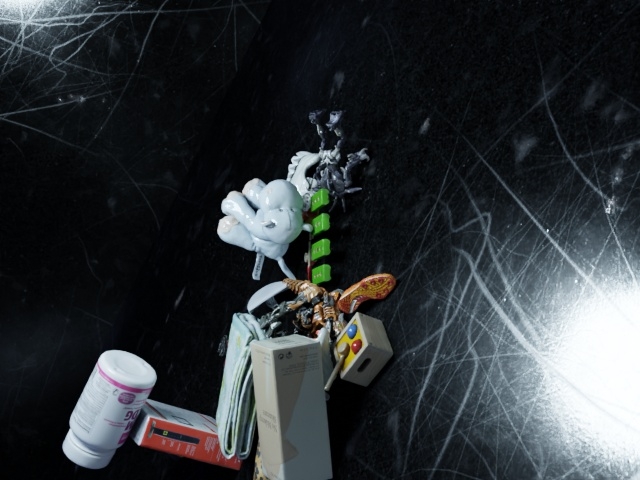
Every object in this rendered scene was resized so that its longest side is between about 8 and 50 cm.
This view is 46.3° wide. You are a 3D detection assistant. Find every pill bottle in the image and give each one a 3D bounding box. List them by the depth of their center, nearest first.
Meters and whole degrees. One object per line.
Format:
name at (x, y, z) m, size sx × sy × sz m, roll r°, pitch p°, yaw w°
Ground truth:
pill bottle at (-0.565, 0.451, 1.993) m, size 0.283 × 0.160 × 0.160 m, roll -62°, pitch 26°, yaw 11°

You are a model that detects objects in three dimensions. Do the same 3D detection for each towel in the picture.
towel at (-0.216, 0.379, 2.017) m, size 0.374 × 0.090 × 0.321 m, roll -155°, pitch 78°, yaw -79°

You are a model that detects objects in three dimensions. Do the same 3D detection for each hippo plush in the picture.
hippo plush at (-0.156, -0.050, 2.080) m, size 0.236 × 0.234 × 0.295 m, roll 147°, pitch 123°, yaw -71°

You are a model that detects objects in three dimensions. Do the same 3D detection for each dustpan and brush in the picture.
dustpan and brush at (-0.157, 0.169, 2.222) m, size 0.147 × 0.060 × 0.211 m, roll -33°, pitch 16°, yaw -9°

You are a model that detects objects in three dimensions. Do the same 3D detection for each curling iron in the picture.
curling iron at (-0.292, 0.403, 2.344) m, size 0.068 × 0.035 × 0.274 m, roll -58°, pitch 26°, yaw 28°

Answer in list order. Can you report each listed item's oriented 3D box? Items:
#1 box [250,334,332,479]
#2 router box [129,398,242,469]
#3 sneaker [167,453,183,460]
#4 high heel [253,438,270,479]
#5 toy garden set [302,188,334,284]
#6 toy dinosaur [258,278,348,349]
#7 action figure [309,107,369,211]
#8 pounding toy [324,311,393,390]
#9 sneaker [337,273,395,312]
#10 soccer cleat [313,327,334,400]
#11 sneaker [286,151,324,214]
box at (-0.066, 0.379, 1.682) m, size 0.148 × 0.121 × 0.311 m, roll -3°, pitch 93°, yaw 65°
router box at (-0.408, 0.542, 2.149) m, size 0.335 × 0.301 × 0.082 m, roll 1°, pitch 70°, yaw 64°
sneaker at (-0.467, 0.641, 2.474) m, size 0.097 × 0.084 × 0.234 m, roll -43°, pitch 26°, yaw -5°
high heel at (-0.144, 0.492, 1.911) m, size 0.186 × 0.093 × 0.261 m, roll -53°, pitch 36°, yaw 19°
toy garden set at (0.000, 0.000, 2.049) m, size 0.204 × 0.049 × 0.245 m, roll 151°, pitch 119°, yaw -71°
toy dinosaur at (-0.028, 0.192, 1.915) m, size 0.218 × 0.164 × 0.322 m, roll -41°, pitch 13°, yaw 0°
action figure at (0.050, -0.224, 2.066) m, size 0.164 × 0.141 × 0.276 m, roll 7°, pitch 116°, yaw 36°
pounding toy at (0.075, 0.256, 1.671) m, size 0.141 × 0.100 × 0.130 m, roll -55°, pitch 28°, yaw 25°
sneaker at (0.109, 0.112, 1.768) m, size 0.175 × 0.064 × 0.067 m, roll -28°, pitch 18°, yaw 40°
soccer cleat at (0.006, 0.291, 1.758) m, size 0.068 × 0.076 × 0.196 m, roll -62°, pitch -14°, yaw -62°
sneaker at (-0.064, -0.136, 2.266) m, size 0.118 × 0.110 × 0.292 m, roll 5°, pitch 75°, yaw 54°
